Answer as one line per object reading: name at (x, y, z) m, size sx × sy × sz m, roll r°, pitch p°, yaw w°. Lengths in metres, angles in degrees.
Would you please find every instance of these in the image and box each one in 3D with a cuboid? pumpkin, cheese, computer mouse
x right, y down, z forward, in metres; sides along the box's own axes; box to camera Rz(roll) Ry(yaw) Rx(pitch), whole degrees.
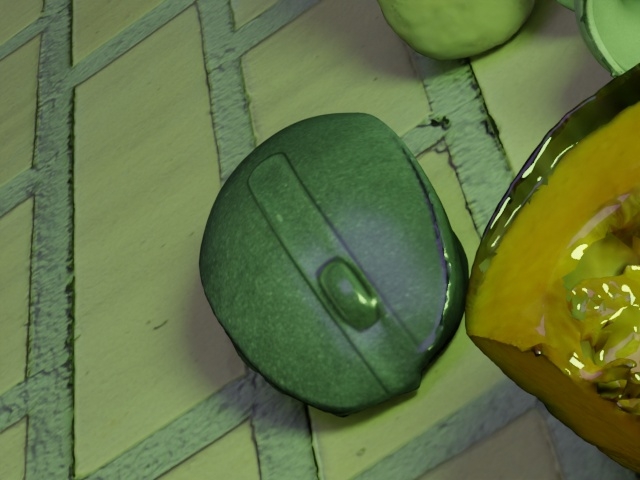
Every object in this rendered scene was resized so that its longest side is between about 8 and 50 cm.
pumpkin at (0.257, 0.015, 1.088) m, size 0.303 × 0.225 × 0.256 m, roll 1°, pitch 51°, yaw 49°
cheese at (0.104, -0.304, 1.711) m, size 0.174 × 0.248 × 0.251 m, roll -21°, pitch 40°, yaw 32°
computer mouse at (-0.003, -0.001, 1.529) m, size 0.203 × 0.114 × 0.374 m, roll -38°, pitch 30°, yaw 2°

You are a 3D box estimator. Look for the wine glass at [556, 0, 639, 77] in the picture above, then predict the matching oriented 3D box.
wine glass at (0.254, -0.216, 1.492) m, size 0.165 × 0.165 × 0.196 m, roll -36°, pitch 25°, yaw 6°
